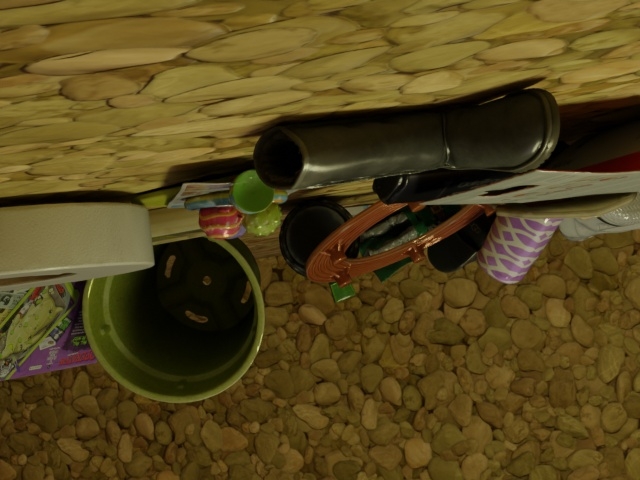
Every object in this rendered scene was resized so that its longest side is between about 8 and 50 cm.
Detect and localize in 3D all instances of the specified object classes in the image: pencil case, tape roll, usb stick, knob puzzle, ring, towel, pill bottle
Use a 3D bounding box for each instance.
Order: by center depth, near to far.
[{"bbox_3d":[-0.090,-0.064,1.391,0.237,0.021,0.102,-10,172,35],"label":"towel"},{"bbox_3d":[-0.381,0.018,1.413,0.392,0.072,0.392,-7,176,0],"label":"tape roll"},{"bbox_3d":[0.193,-0.086,1.563,0.278,0.045,0.077,-8,154,-30],"label":"usb stick"},{"bbox_3d":[0.320,-0.044,1.634,0.213,0.030,0.213,-7,-168,2],"label":"knob puzzle"},{"bbox_3d":[0.134,-0.018,1.777,0.336,0.032,0.336,-25,165,-7],"label":"ring"},{"bbox_3d":[0.304,-0.032,1.834,0.088,0.086,0.206,-40,163,-53],"label":"pencil case"},{"bbox_3d":[0.000,0.000,1.937,0.123,0.123,0.219,-9,177,1],"label":"pill bottle"}]

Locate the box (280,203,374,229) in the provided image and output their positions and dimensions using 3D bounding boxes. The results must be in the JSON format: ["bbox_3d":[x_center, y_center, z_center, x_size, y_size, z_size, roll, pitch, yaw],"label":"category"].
[{"bbox_3d":[0.043,-0.035,2.257,0.186,0.038,0.145,-9,177,-37],"label":"box"}]

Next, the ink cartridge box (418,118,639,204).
[{"bbox_3d":[0.338,-0.105,1.422,0.385,0.091,0.308,-4,177,-19],"label":"ink cartridge box"}]

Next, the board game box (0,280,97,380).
[{"bbox_3d":[-0.408,0.100,1.877,0.056,0.208,0.347,20,-172,20],"label":"board game box"}]

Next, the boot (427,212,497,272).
[{"bbox_3d":[0.288,-0.039,2.024,0.263,0.091,0.229,-35,171,20],"label":"boot"}]

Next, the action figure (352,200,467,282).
[{"bbox_3d":[0.167,-0.034,2.095,0.232,0.137,0.063,-24,153,-16],"label":"action figure"}]

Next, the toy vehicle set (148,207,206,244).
[{"bbox_3d":[-0.244,-0.013,1.720,0.267,0.035,0.166,-10,177,9],"label":"toy vehicle set"}]

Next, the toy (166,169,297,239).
[{"bbox_3d":[-0.087,-0.031,1.342,0.137,0.056,0.237,-3,174,-11],"label":"toy"}]

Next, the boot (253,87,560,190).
[{"bbox_3d":[0.071,-0.085,1.074,0.208,0.076,0.189,0,171,-30],"label":"boot"}]

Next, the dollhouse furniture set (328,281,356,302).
[{"bbox_3d":[0.015,0.023,2.100,0.076,0.152,0.058,-24,146,-2],"label":"dollhouse furniture set"}]

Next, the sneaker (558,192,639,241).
[{"bbox_3d":[0.527,-0.078,2.096,0.366,0.137,0.210,-2,174,-32],"label":"sneaker"}]

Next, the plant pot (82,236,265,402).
[{"bbox_3d":[-0.202,0.087,1.982,0.276,0.276,0.254,-10,-172,9],"label":"plant pot"}]

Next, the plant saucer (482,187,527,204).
[{"bbox_3d":[0.226,-0.074,1.633,0.083,0.083,0.015,-8,144,-30],"label":"plant saucer"}]
